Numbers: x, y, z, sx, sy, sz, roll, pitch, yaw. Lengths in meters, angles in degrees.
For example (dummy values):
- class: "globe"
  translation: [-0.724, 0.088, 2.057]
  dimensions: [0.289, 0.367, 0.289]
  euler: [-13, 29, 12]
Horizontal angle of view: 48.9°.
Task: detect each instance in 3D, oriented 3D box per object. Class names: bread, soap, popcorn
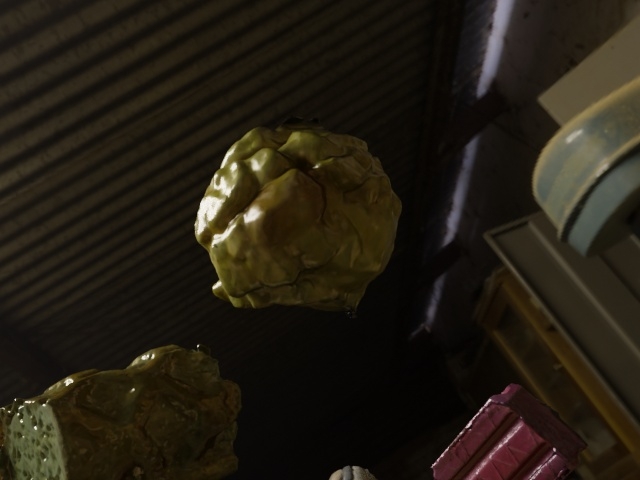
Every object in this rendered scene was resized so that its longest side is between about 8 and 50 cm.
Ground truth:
- class: "bread"
  translation: [-0.247, 0.251, 0.882]
  dimensions: [0.252, 0.195, 0.239]
  euler: [-6, -20, -45]
- class: "soap"
  translation: [0.293, 0.372, 1.165]
  dimensions: [0.099, 0.162, 0.250]
  euler: [-21, -32, -56]
- class: "popcorn"
  translation: [-0.024, -0.013, 0.841]
  dimensions: [0.252, 0.215, 0.286]
  euler: [-36, -29, 25]

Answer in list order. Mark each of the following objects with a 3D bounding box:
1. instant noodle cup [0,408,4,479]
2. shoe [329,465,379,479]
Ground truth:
- class: "instant noodle cup"
  translation: [-0.435, 0.316, 1.018]
  dimensions: [0.122, 0.151, 0.151]
  euler: [32, -60, -19]
- class: "shoe"
  translation: [0.080, 0.244, 0.536]
  dimensions: [0.092, 0.180, 0.089]
  euler: [-31, -4, -5]
